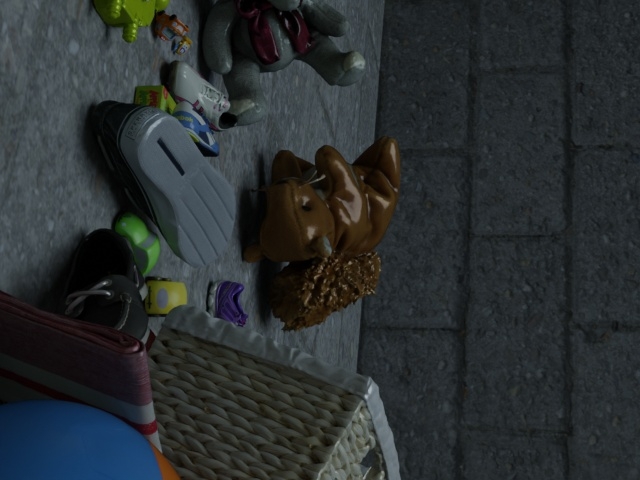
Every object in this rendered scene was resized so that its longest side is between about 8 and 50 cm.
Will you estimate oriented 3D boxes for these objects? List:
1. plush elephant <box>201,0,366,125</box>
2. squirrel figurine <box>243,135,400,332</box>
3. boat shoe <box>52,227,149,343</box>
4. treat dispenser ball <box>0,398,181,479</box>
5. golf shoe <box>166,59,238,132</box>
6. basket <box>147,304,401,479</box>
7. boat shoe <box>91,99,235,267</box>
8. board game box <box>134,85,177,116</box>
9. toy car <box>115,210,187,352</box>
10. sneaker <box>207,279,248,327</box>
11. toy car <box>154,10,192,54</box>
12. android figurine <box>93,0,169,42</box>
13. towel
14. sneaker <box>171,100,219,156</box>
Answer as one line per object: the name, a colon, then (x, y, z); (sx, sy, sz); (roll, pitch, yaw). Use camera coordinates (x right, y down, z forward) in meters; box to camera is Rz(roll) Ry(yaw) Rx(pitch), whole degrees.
plush elephant: (-0.084, -0.412, 1.861); (0.255, 0.272, 0.330); (97, -28, -58)
squirrel figurine: (0.000, 0.000, 2.262); (0.370, 0.281, 0.397); (-45, 131, -65)
boat shoe: (-0.261, 0.064, 1.260); (0.335, 0.112, 0.095); (-120, -170, -76)
treat dispenser ball: (-0.248, 0.284, 0.950); (0.288, 0.288, 0.288); (0, 90, -79)
golf shoe: (-0.189, -0.234, 1.753); (0.186, 0.086, 0.067); (60, 34, -66)
basket: (-0.100, 0.315, 1.502); (0.266, 0.331, 0.328); (-57, 152, -28)
boat shoe: (-0.215, -0.088, 1.525); (0.121, 0.119, 0.335); (-48, 149, -20)
board game box: (-0.232, -0.151, 1.641); (0.181, 0.043, 0.092); (61, 31, -67)
toy car: (-0.246, 0.064, 1.550); (0.239, 0.053, 0.225); (-71, 158, -58)
sneaker: (-0.163, 0.153, 1.920); (0.068, 0.071, 0.169); (31, 61, -77)
toy car: (-0.219, -0.310, 1.685); (0.040, 0.060, 0.122); (-56, 155, -6)
android figurine: (-0.260, -0.404, 1.480); (0.248, 0.056, 0.272); (64, 26, -66)
towel: (-0.243, 0.215, 1.134); (0.037, 0.237, 0.329); (-37, 131, -44)
sneaker: (-0.185, -0.162, 1.629); (0.144, 0.053, 0.059); (55, 35, -73)
